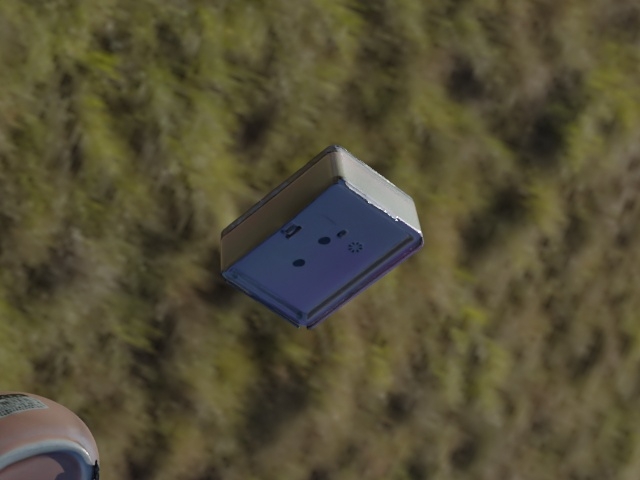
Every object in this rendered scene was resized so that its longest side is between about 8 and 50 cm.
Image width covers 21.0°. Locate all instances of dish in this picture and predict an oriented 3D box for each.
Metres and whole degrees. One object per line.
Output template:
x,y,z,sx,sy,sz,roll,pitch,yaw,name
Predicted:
-0.222,0.212,1.258,0.213,0.090,0.213,5,82,-37,dish

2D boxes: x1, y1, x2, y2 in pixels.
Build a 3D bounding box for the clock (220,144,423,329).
0.000,0.000,1.930,0.192,0.071,0.147,-38,127,26,clock
